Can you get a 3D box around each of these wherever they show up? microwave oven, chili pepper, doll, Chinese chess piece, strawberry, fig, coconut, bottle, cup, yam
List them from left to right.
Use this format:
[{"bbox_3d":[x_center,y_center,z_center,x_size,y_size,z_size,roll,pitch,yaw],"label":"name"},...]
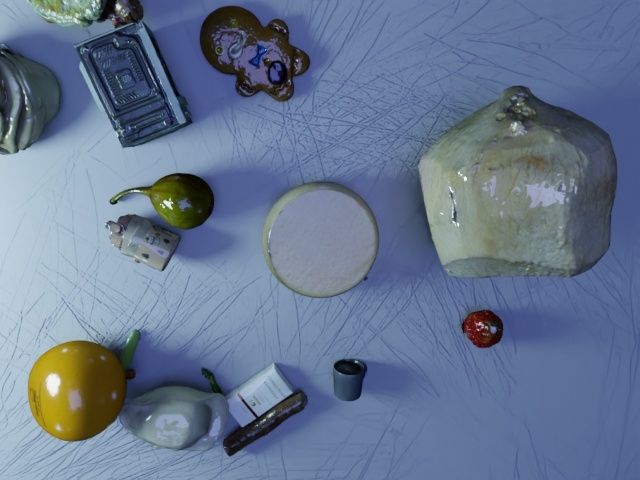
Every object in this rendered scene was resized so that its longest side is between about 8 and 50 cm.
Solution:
[{"bbox_3d":[-0.502,0.319,1.101,0.236,0.213,0.213,-10,107,-49],"label":"doll"},{"bbox_3d":[-0.373,-0.309,1.009,0.162,0.122,0.208,-23,104,-4],"label":"microwave oven"},{"bbox_3d":[-0.392,-0.003,1.086,0.152,0.099,0.099,26,97,-11],"label":"bottle"},{"bbox_3d":[-0.347,-0.093,1.078,0.236,0.124,0.124,8,101,10],"label":"fig"},{"bbox_3d":[-0.264,0.344,1.211,0.022,0.027,0.083,-30,103,-5],"label":"chili pepper"},{"bbox_3d":[-0.136,0.455,1.237,0.241,0.057,0.057,-33,104,-1],"label":"yam"},{"bbox_3d":[0.000,0.000,1.137,0.273,0.102,0.273,-1,100,-7],"label":"Chinese chess piece"},{"bbox_3d":[0.078,0.344,1.239,0.100,0.078,0.077,-12,111,-37],"label":"cup"},{"bbox_3d":[0.411,0.223,1.244,0.106,0.106,0.106,-2,102,-8],"label":"strawberry"},{"bbox_3d":[0.394,-0.123,1.023,0.405,0.404,0.404,-2,102,-8],"label":"coconut"}]

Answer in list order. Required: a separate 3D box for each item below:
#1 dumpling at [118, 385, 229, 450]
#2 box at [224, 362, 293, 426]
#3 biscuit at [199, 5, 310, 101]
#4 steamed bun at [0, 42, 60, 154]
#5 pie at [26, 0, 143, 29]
[{"bbox_3d":[-0.341,0.420,1.162,0.250,0.132,0.162,3,98,-11],"label":"dumpling"},{"bbox_3d":[-0.153,0.381,1.227,0.154,0.040,0.084,-34,106,1],"label":"box"},{"bbox_3d":[-0.145,-0.400,1.068,0.236,0.039,0.180,27,98,-10],"label":"biscuit"},{"bbox_3d":[-0.646,-0.279,0.966,0.218,0.144,0.211,26,97,-13],"label":"steamed bun"},{"bbox_3d":[-0.475,-0.548,0.957,0.257,0.105,0.274,2,101,1],"label":"pie"}]
